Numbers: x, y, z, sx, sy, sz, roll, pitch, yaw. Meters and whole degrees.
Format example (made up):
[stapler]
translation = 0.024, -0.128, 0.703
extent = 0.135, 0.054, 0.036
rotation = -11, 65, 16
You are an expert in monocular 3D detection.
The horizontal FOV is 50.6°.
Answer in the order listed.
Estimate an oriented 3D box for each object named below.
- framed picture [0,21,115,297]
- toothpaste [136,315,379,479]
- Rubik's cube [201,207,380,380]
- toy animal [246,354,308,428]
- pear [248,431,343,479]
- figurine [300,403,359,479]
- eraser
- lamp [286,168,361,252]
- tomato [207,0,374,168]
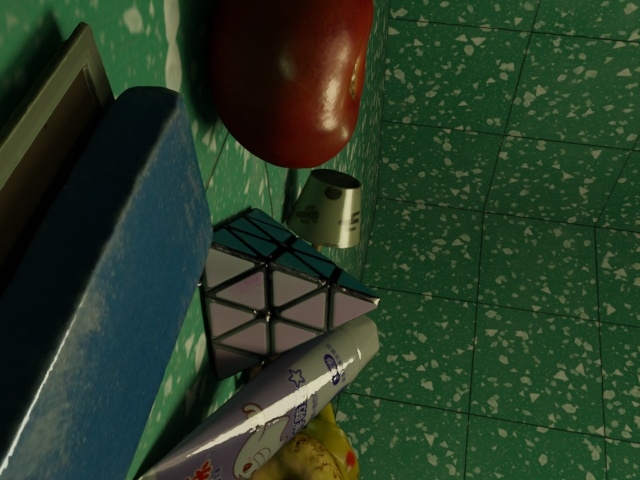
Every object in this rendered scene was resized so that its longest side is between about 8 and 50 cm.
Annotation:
[framed picture]
translation = -0.156, 0.065, 0.360
extent = 0.231, 0.018, 0.293
rotation = 89, 12, -52
[toothpaste]
translation = -0.061, 0.187, 0.724
extent = 0.371, 0.080, 0.125
rotation = -32, 136, -47
[Rubik's cube]
translation = -0.028, 0.078, 0.742
extent = 0.211, 0.178, 0.190
rotation = -53, 153, -72
[toy animal]
translation = -0.055, 0.149, 0.923
extent = 0.148, 0.084, 0.232
rotation = -129, -137, -84
[pear]
translation = -0.053, 0.320, 0.840
extent = 0.178, 0.178, 0.178
rotation = 8, 90, -82
[figurine]
translation = -0.033, 0.391, 1.069
extent = 0.327, 0.169, 0.218
rotation = -51, 164, -70
[eraser]
translation = -0.127, 0.071, 0.355
extent = 0.144, 0.043, 0.312
rotation = 87, 14, -53
[lamp]
translation = 0.000, 0.000, 1.068
extent = 0.121, 0.121, 0.214
rotation = -61, 167, -69
[tomato]
translation = -0.028, -0.164, 0.615
extent = 0.195, 0.136, 0.195
rotation = 11, 90, -83
